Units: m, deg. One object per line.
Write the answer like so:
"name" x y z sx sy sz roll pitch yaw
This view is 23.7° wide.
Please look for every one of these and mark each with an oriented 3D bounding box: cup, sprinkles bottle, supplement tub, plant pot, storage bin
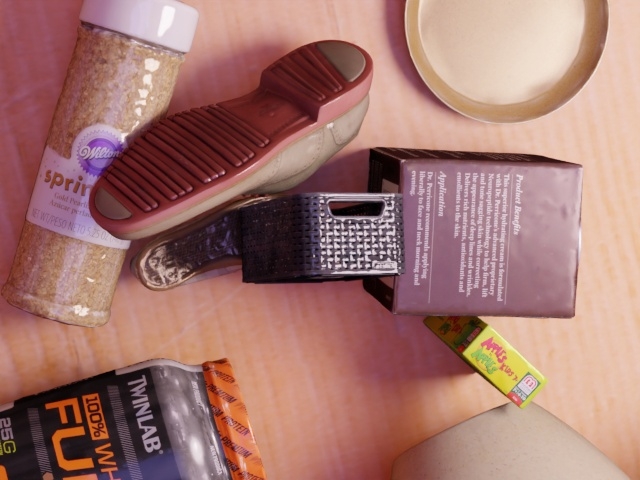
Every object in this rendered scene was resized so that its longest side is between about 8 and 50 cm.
"cup" 0.204 0.313 1.661 0.331 0.331 0.237 -23 76 -6
"sprinkles bottle" -0.232 -0.092 1.606 0.121 0.121 0.355 16 95 -11
"supplement tub" -0.236 0.249 1.607 0.338 0.207 0.207 -17 100 -7
"plant pot" 0.207 -0.248 1.703 0.236 0.032 0.236 -1 98 -8
"storage bin" 0.000 0.000 1.584 0.122 0.180 0.084 0 87 -24

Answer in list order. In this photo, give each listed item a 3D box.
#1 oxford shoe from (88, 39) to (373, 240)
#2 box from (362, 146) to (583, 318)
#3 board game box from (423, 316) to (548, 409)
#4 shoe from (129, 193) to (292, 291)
"oxford shoe" -0.080 -0.077 1.589 0.348 0.123 0.130 -30 142 -23
"box" 0.161 -0.011 1.658 0.203 0.167 0.168 2 97 -10
"board game box" 0.178 0.120 1.670 0.092 0.181 0.043 43 89 -12
"shoe" -0.108 0.000 1.670 0.219 0.058 0.076 -17 94 -22
